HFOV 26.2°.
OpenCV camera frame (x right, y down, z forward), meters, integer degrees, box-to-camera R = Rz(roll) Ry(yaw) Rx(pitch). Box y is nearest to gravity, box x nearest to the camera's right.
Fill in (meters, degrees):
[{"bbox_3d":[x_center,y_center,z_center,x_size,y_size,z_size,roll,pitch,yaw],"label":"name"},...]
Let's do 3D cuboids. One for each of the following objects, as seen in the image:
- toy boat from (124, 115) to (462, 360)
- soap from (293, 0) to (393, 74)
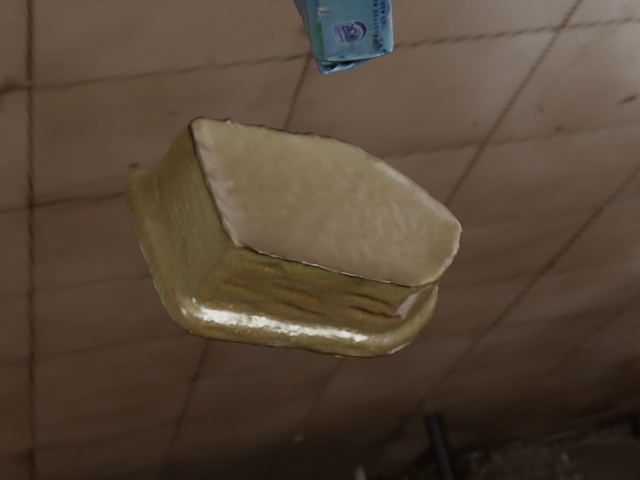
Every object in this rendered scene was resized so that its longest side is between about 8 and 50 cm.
[{"bbox_3d":[0.000,0.000,0.728,0.188,0.116,0.061,9,132,-36],"label":"toy boat"},{"bbox_3d":[0.008,-0.286,1.201,0.077,0.156,0.293,-13,143,-5],"label":"soap"}]
